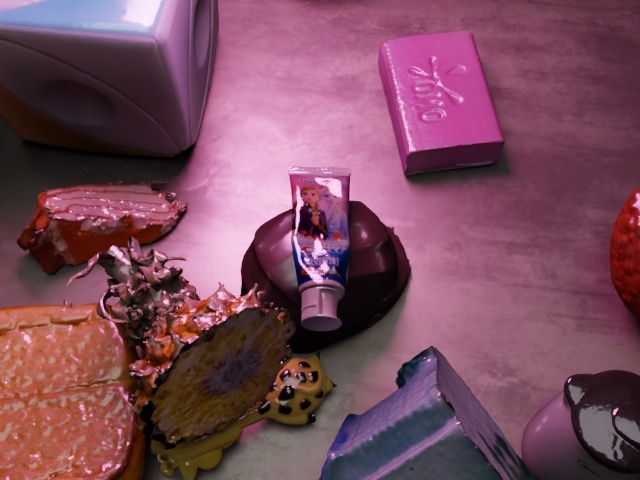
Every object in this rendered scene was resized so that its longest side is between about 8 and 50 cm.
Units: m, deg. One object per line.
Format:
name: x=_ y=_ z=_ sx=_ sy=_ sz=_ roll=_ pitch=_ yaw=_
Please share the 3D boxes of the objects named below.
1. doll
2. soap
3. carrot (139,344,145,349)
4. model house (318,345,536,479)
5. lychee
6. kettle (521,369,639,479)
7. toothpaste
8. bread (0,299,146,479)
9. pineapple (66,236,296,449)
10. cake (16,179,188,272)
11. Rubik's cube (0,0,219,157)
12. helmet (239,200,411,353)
doll: x=-0.112 y=0.262 z=1.203 sx=0.291 sy=0.086 sz=0.117 roll=-27 pitch=77 yaw=-16
soap: x=0.216 y=-0.254 z=1.469 sx=0.181 sy=0.081 sz=0.259 roll=-7 pitch=64 yaw=-4
carrot: x=-0.202 y=0.135 z=1.269 sx=0.173 sy=0.082 sz=0.082 roll=-11 pitch=64 yaw=-5
model house: x=0.115 y=0.370 z=1.100 sx=0.329 sy=0.252 sz=0.295 roll=-37 pitch=92 yaw=6
lychee: x=0.579 y=0.026 z=1.256 sx=0.255 sy=0.300 sz=0.255 roll=-18 pitch=37 yaw=14
kettle: x=0.408 y=0.288 z=1.108 sx=0.221 sy=0.236 sz=0.161 roll=38 pitch=68 yaw=17
toothpaste: x=0.000 y=0.000 z=1.166 sx=0.096 sy=0.061 sz=0.266 roll=2 pitch=60 yaw=-5
bread: x=-0.422 y=0.256 z=1.173 sx=0.337 sy=0.148 sz=0.327 roll=-8 pitch=58 yaw=-9
pineapple: x=-0.215 y=0.112 z=1.129 sx=0.262 sy=0.262 sz=0.272 roll=-38 pitch=57 yaw=-18
cake: x=-0.364 y=-0.041 z=1.348 sx=0.287 sy=0.135 sz=0.098 roll=-20 pitch=50 yaw=-20
Rubik's cube: x=-0.375 y=-0.375 z=1.377 sx=0.352 sy=0.347 sz=0.351 roll=8 pitch=63 yaw=3
helmet: x=0.007 y=0.028 z=1.275 sx=0.305 sy=0.177 sz=0.225 roll=-34 pitch=66 yaw=-15
